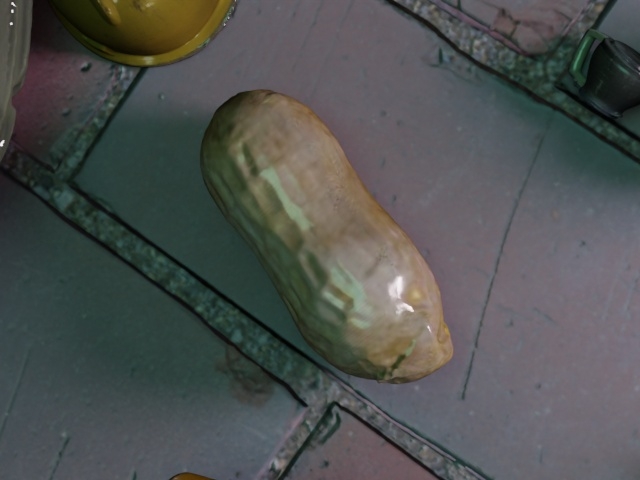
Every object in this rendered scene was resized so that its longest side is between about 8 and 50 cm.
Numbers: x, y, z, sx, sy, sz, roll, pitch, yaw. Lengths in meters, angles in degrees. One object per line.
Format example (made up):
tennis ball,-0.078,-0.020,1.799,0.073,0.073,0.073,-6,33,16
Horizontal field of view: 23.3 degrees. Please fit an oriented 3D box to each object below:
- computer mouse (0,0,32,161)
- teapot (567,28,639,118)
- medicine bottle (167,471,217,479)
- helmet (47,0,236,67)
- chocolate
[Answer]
computer mouse,-0.385,-0.132,1.424,0.228,0.145,0.428,10,77,25
teapot,0.254,-0.146,1.367,0.057,0.066,0.088,-53,55,21
medicine bottle,-0.047,0.339,1.301,0.232,0.238,0.237,16,89,12
helmet,-0.191,-0.290,1.433,0.205,0.140,0.257,-27,83,9
chocolate,0.000,0.000,1.374,0.134,0.134,0.309,-39,77,7
